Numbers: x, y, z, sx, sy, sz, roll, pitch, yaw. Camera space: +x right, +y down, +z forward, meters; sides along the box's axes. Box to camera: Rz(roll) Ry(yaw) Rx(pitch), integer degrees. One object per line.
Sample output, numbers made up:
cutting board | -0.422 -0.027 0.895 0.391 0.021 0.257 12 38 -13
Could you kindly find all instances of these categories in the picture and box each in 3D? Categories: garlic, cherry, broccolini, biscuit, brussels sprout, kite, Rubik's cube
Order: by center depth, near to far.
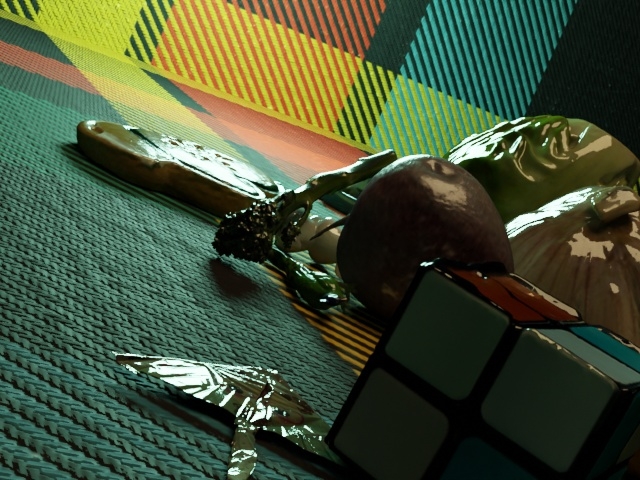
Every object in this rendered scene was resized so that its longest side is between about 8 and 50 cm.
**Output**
kite | -0.055 0.136 0.769 0.229 0.012 0.250 24 11 -2
Rubik's cube | 0.141 0.128 0.783 0.180 0.167 0.183 33 15 25
cherry | 0.122 0.008 1.251 0.266 0.213 0.183 36 47 16
broccolini | 0.005 -0.050 1.354 0.079 0.074 0.392 -13 8 41
garlic | 0.362 0.060 1.409 0.241 0.322 0.322 59 -6 -26
biscuit | -0.183 -0.102 1.535 0.344 0.057 0.287 13 14 -41
brussels sprout | 0.345 -0.060 1.689 0.281 0.355 0.289 50 11 -17

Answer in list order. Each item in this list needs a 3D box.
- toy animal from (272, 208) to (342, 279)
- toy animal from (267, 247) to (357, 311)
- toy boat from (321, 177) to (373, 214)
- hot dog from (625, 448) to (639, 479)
toy animal | -0.001 -0.002 1.390 0.124 0.071 0.085 21 10 -10
toy animal | -0.004 0.051 1.225 0.075 0.041 0.217 17 8 -23
toy boat | 0.096 -0.084 1.911 0.215 0.102 0.088 29 15 26
hot dog | 0.401 0.217 1.043 0.272 0.122 0.196 24 4 12
